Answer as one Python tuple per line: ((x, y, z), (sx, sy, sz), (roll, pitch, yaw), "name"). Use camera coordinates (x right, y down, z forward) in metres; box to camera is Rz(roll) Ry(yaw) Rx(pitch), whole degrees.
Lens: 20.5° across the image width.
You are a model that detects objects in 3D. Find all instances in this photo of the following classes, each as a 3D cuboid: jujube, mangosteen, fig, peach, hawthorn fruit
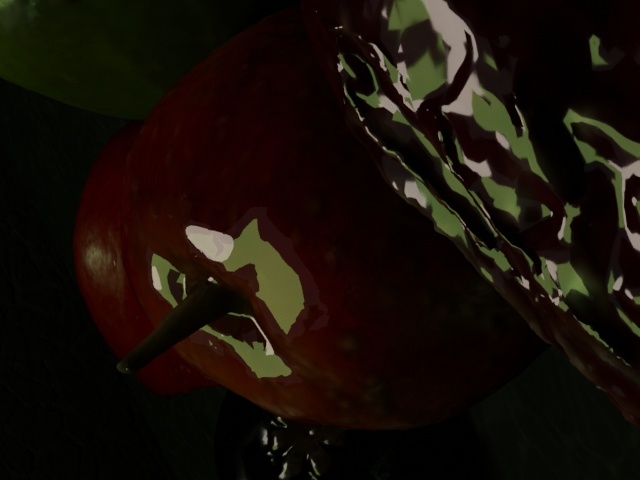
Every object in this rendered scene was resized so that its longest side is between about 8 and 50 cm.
((0.147, -0.076, 0.719), (0.377, 0.258, 0.258), (51, 162, 13), "jujube")
((0.013, 0.190, 1.618), (0.243, 0.243, 0.243), (53, 162, 26), "mangosteen")
((-0.128, -0.213, 1.242), (0.316, 0.316, 0.316), (53, 162, 26), "fig")
((-0.041, 0.023, 1.405), (0.338, 0.281, 0.281), (39, 154, 40), "peach")
((0.000, 0.000, 1.105), (0.287, 0.330, 0.287), (30, 135, 34), "hawthorn fruit")
